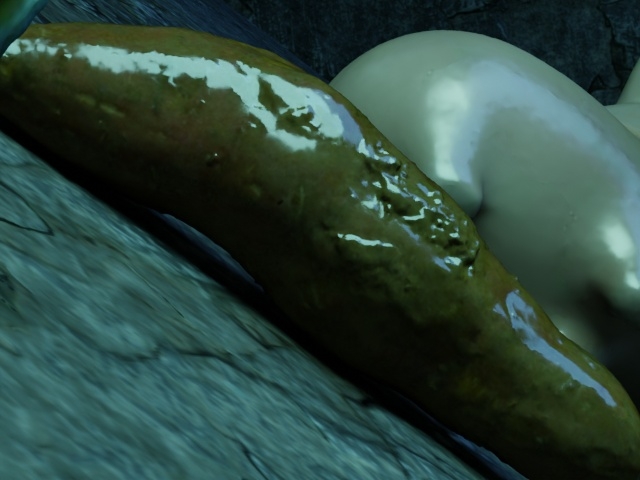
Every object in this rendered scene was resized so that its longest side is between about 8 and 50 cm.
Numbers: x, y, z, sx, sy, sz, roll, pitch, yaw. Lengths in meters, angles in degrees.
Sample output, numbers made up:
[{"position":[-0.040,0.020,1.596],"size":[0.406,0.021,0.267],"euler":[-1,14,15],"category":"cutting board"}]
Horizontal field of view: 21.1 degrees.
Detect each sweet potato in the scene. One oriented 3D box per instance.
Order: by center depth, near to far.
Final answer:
[{"position":[0.002,-0.011,0.751],"size":[0.355,0.095,0.106],"euler":[33,48,-6],"category":"sweet potato"}]

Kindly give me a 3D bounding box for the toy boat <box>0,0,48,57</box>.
[{"position":[-0.208,-0.146,0.552],"size":[0.276,0.111,0.084],"euler":[38,11,-18],"category":"toy boat"}]

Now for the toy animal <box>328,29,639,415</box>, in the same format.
[{"position":[0.132,-0.007,1.011],"size":[0.326,0.237,0.269],"euler":[35,28,-17],"category":"toy animal"}]
